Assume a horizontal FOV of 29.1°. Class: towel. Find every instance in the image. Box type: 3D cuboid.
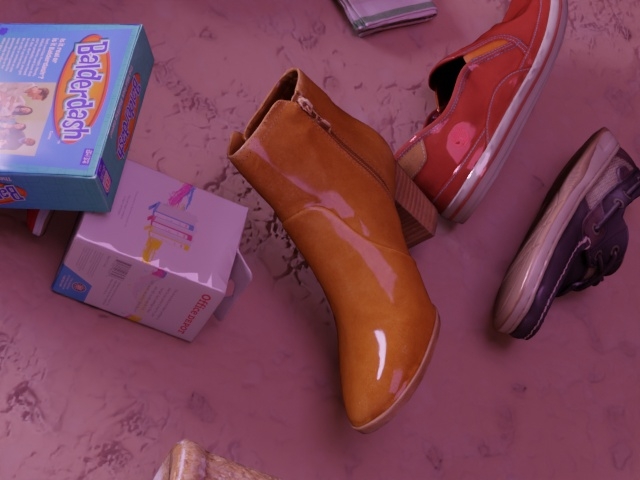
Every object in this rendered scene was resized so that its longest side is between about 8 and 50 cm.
[{"bbox_3d":[0.046,-0.287,1.316,0.113,0.023,0.152,-18,68,-35],"label":"towel"}]

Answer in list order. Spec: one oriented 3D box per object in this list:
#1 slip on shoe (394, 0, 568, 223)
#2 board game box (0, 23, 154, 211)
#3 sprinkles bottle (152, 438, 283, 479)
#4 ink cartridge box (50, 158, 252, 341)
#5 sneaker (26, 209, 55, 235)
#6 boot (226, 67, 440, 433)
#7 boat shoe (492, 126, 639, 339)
[{"bbox_3d":[0.166,-0.164,1.241,0.101,0.123,0.331,30,57,-2],"label":"slip on shoe"},{"bbox_3d":[-0.252,-0.102,0.980,0.210,0.047,0.160,3,55,11],"label":"board game box"},{"bbox_3d":[0.038,0.262,0.914,0.355,0.121,0.121,23,54,-12],"label":"sprinkles bottle"},{"bbox_3d":[-0.130,0.010,1.004,0.143,0.092,0.090,22,54,-14],"label":"ink cartridge box"},{"bbox_3d":[-0.245,-0.059,1.020,0.067,0.042,0.118,19,47,-19],"label":"sneaker"},{"bbox_3d":[0.001,-0.001,1.037,0.211,0.104,0.295,40,38,-24],"label":"boot"},{"bbox_3d":[0.252,-0.002,1.192,0.092,0.103,0.285,34,46,2],"label":"boat shoe"}]
